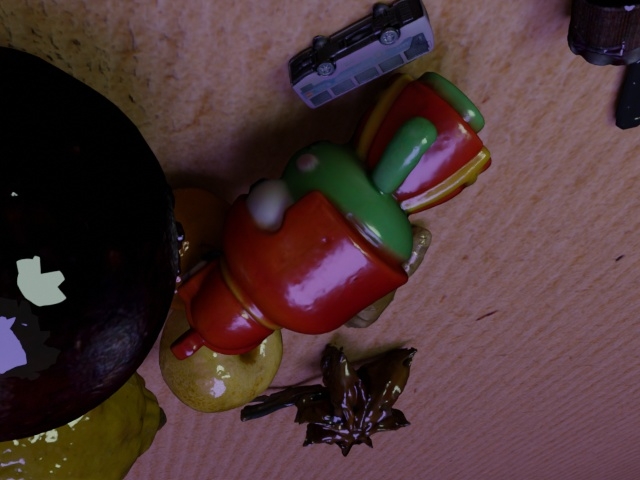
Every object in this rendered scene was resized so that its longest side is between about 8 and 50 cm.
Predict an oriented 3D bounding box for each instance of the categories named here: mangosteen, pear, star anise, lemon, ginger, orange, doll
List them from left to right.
[{"bbox_3d":[-0.283,0.011,0.457,0.346,0.307,0.307,-9,149,-30],"label":"mangosteen"},{"bbox_3d":[-0.392,0.245,0.807,0.316,0.285,0.285,39,129,-11],"label":"lemon"},{"bbox_3d":[-0.146,0.008,0.655,0.135,0.117,0.136,-16,118,-33],"label":"orange"},{"bbox_3d":[-0.141,0.152,0.830,0.177,0.178,0.178,-6,145,-4],"label":"pear"},{"bbox_3d":[0.000,-0.001,0.569,0.363,0.182,0.160,-37,96,6],"label":"doll"},{"bbox_3d":[0.014,0.281,1.069,0.346,0.148,0.237,-19,122,18],"label":"star anise"},{"bbox_3d":[0.061,0.056,0.803,0.115,0.081,0.205,-20,151,-44],"label":"ginger"}]

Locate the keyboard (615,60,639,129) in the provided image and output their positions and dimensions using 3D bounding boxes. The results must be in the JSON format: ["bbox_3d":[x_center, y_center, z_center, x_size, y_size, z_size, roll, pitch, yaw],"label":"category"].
[{"bbox_3d":[0.346,-0.204,0.552,0.106,0.016,0.262,-12,145,5],"label":"keyboard"}]

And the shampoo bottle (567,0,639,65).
[{"bbox_3d":[0.213,-0.259,0.388,0.129,0.084,0.323,-11,145,8],"label":"shampoo bottle"}]

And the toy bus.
[{"bbox_3d":[0.035,-0.163,0.526,0.130,0.037,0.052,-22,145,20],"label":"toy bus"}]
